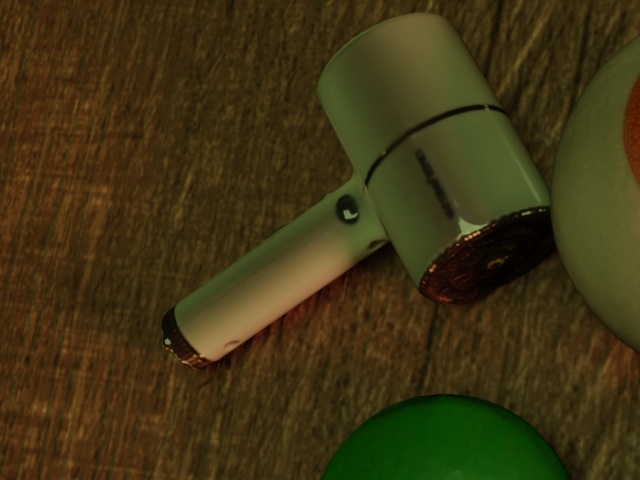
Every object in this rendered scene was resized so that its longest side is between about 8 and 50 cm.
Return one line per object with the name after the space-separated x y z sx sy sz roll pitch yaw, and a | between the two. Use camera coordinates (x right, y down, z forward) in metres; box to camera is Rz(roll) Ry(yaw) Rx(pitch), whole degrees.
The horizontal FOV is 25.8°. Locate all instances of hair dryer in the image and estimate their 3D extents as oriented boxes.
0.000 0.000 1.126 0.362 0.128 0.203 -35 65 19 | hair dryer

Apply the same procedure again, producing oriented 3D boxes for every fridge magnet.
0.090 0.216 1.024 0.208 0.088 0.208 -7 72 22 | fridge magnet

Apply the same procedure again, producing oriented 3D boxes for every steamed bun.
0.296 -0.044 0.945 0.283 0.177 0.283 -6 64 11 | steamed bun
